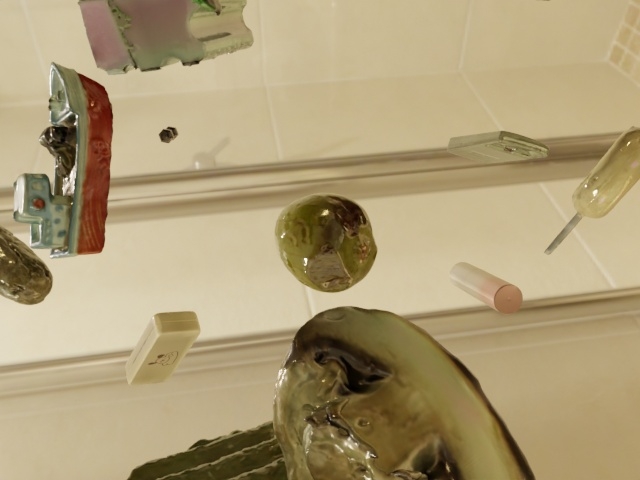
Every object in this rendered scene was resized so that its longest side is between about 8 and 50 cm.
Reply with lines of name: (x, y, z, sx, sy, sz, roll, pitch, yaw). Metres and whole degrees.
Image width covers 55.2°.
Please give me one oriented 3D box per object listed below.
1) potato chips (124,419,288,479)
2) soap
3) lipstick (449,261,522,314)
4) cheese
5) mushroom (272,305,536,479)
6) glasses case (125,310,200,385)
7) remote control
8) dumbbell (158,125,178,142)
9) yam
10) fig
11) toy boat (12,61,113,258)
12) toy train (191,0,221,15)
potato chips: (-0.072, 0.292, 0.644, 0.389, 0.373, 0.097, -5, -77, -61)
soap: (-0.342, -0.480, 1.380, 0.446, 0.262, 0.156, -63, -30, -64)
lipstick: (0.489, 0.137, 1.837, 0.327, 0.087, 0.087, -136, 40, -77)
cheese: (0.481, -0.077, 1.068, 0.071, 0.249, 0.163, 41, -177, 16)
mushroom: (0.064, 0.203, 0.585, 0.164, 0.267, 0.189, -59, -9, 31)
glasses case: (-0.464, 0.318, 1.785, 0.313, 0.131, 0.070, -52, 49, 39)
remote control: (0.392, -0.211, 1.373, 0.285, 0.124, 0.038, -158, 83, -80)
dumbbell: (-0.407, -0.284, 1.642, 0.083, 0.040, 0.035, -96, 18, -73)
yam: (-0.683, 0.021, 1.262, 0.133, 0.330, 0.133, -51, -17, -23)
fig: (0.000, 0.000, 1.475, 0.271, 0.239, 0.239, 17, 118, 44)
toy boat: (-0.438, -0.136, 1.032, 0.145, 0.133, 0.331, -4, 82, 52)
toy train: (-0.193, -0.490, 0.964, 0.202, 0.145, 0.266, 35, -146, -38)
